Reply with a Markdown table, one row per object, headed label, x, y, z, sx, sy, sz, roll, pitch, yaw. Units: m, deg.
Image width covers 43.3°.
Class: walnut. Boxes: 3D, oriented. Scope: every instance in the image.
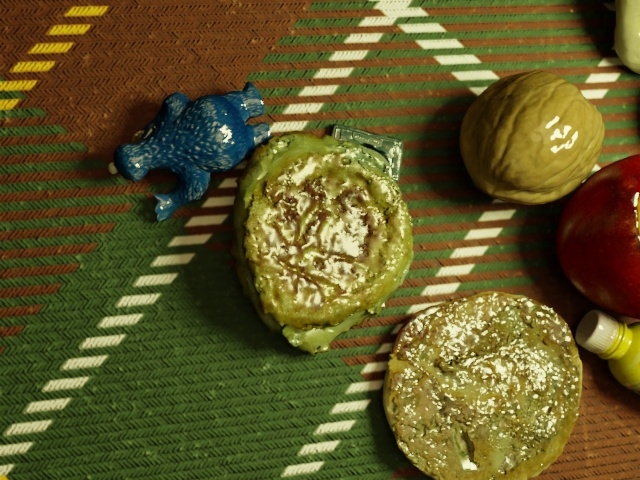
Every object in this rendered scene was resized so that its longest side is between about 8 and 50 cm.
| label | x | y | z | sx | sy | sz | roll | pitch | yaw |
| --- | --- | --- | --- | --- | --- | --- | --- | --- | --- |
| walnut | 0.337 | -0.161 | 1.308 | 0.228 | 0.228 | 0.228 | 1 | 84 | -11 |

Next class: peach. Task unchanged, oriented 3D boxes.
| label | x | y | z | sx | sy | sz | roll | pitch | yaw |
| --- | --- | --- | --- | --- | --- | --- | --- | --- | --- |
| peach | 0.505 | -0.009 | 1.311 | 0.274 | 0.245 | 0.248 | 59 | 32 | -31 |

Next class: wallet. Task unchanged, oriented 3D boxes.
| label | x | y | z | sx | sy | sz | roll | pitch | yaw |
| --- | --- | --- | --- | --- | --- | --- | --- | --- | --- |
| wallet | 0.074 | -0.142 | 1.352 | 0.129 | 0.026 | 0.088 | 12 | 82 | -9 |

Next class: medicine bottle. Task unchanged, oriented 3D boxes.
| label | x | y | z | sx | sy | sz | roll | pitch | yaw |
| --- | --- | --- | --- | --- | --- | --- | --- | --- | --- |
| medicine bottle | 0.540 | 0.193 | 1.363 | 0.212 | 0.122 | 0.121 | 27 | 80 | -7 |

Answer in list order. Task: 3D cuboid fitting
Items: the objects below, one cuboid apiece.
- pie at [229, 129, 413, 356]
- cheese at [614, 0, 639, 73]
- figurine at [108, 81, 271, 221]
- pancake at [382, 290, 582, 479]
| label | x | y | z | sx | sy | sz | roll | pitch | yaw |
| --- | --- | --- | --- | --- | --- | --- | --- | --- | --- |
| pie | 0.000 | 0.000 | 1.271 | 0.288 | 0.103 | 0.354 | -18 | 98 | -22 |
| cheese | 0.575 | -0.511 | 1.425 | 0.130 | 0.351 | 0.328 | -4 | 44 | 14 |
| figurine | -0.200 | -0.154 | 1.252 | 0.262 | 0.121 | 0.164 | -33 | 95 | -10 |
| pancake | 0.270 | 0.250 | 1.335 | 0.356 | 0.065 | 0.356 | 2 | 80 | -12 |
